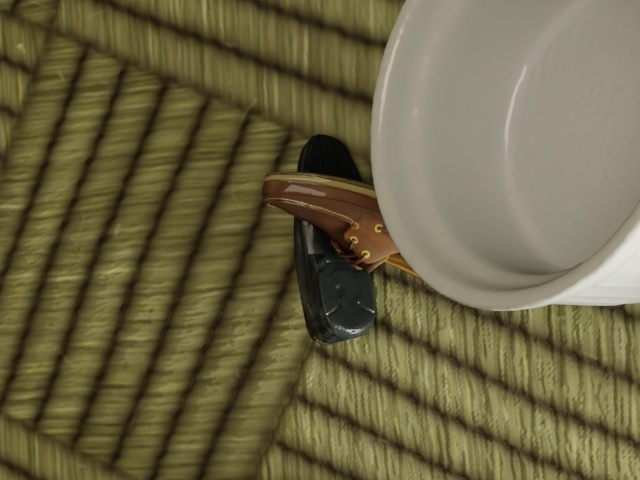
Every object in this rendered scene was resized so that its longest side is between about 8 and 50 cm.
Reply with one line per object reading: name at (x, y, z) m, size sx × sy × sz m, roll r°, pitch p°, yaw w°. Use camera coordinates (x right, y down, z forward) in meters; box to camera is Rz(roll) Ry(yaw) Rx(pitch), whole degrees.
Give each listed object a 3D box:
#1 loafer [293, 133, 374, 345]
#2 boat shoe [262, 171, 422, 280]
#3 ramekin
loafer at (0.000, 0.000, 0.980) m, size 0.061 × 0.062 × 0.170 m, roll -32°, pitch 55°, yaw 56°
boat shoe at (0.039, -0.007, 0.926) m, size 0.178 × 0.064 × 0.060 m, roll 18°, pitch 82°, yaw -14°
ramekin at (0.172, -0.085, 0.830) m, size 0.277 × 0.135 × 0.277 m, roll -13°, pitch 73°, yaw 51°
